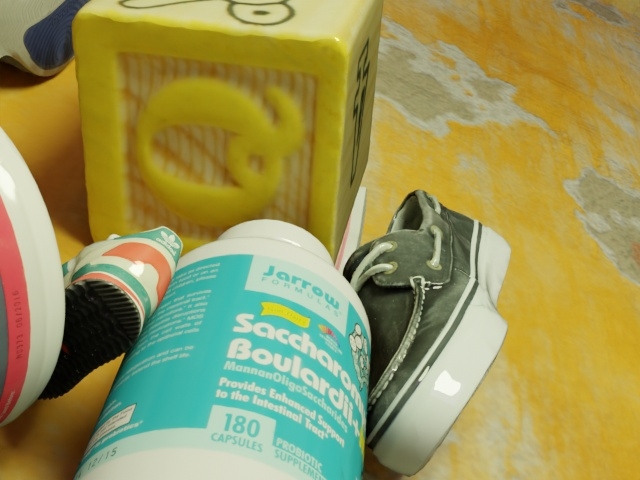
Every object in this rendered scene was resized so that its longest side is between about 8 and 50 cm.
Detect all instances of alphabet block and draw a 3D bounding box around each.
[{"bbox_3d":[-0.060,-0.107,0.692,0.192,0.193,0.197,7,32,9],"label":"alphabet block"}]

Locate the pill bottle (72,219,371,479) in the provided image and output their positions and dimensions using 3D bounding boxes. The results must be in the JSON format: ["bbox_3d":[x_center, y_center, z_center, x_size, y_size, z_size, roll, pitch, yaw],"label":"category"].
[{"bbox_3d":[-0.046,0.095,0.509,0.146,0.146,0.264,22,33,-9],"label":"pill bottle"}]

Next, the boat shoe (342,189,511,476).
[{"bbox_3d":[0.066,0.054,0.684,0.119,0.121,0.335,34,22,0],"label":"boat shoe"}]

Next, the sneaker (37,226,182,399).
[{"bbox_3d":[-0.135,0.039,0.516,0.057,0.161,0.075,49,44,-14],"label":"sneaker"}]

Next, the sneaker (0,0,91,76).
[{"bbox_3d":[-0.331,-0.209,0.730,0.182,0.127,0.315,28,28,8],"label":"sneaker"}]

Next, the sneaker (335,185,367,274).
[{"bbox_3d":[0.000,0.000,0.771,0.070,0.051,0.134,8,45,3],"label":"sneaker"}]

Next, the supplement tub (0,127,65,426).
[{"bbox_3d":[-0.271,0.035,0.385,0.191,0.191,0.272,42,35,21],"label":"supplement tub"}]
